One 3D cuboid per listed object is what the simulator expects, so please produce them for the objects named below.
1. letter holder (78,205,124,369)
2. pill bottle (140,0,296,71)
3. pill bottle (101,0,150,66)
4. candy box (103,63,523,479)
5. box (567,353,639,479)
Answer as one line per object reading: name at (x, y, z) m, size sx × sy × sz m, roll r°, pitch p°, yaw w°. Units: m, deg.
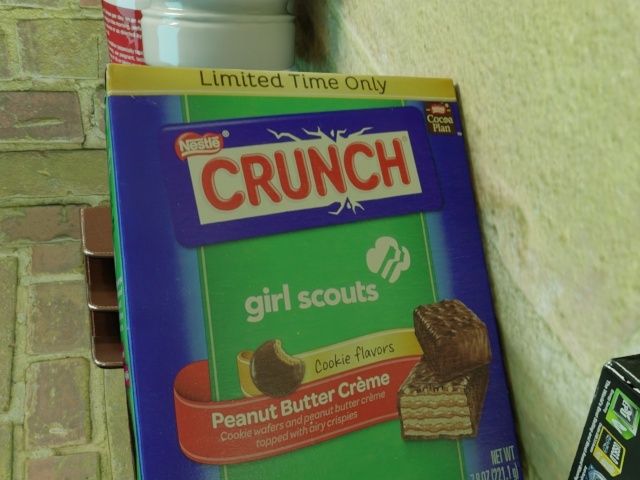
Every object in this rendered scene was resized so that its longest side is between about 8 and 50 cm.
letter holder at (-0.192, 0.058, 0.976) m, size 0.214 × 0.302 × 0.151 m, roll -119°, pitch 30°, yaw -50°
pill bottle at (-0.117, -0.403, 0.755) m, size 0.224 × 0.224 × 0.391 m, roll -132°, pitch 41°, yaw -61°
pill bottle at (-0.224, -0.319, 1.052) m, size 0.229 × 0.229 × 0.407 m, roll -121°, pitch 27°, yaw -52°
candy box at (-0.012, 0.040, 0.489) m, size 0.122 × 0.268 × 0.316 m, roll 150°, pitch 114°, yaw -66°
box at (0.183, 0.178, 0.297) m, size 0.184 × 0.045 × 0.190 m, roll -122°, pitch 31°, yaw -58°
